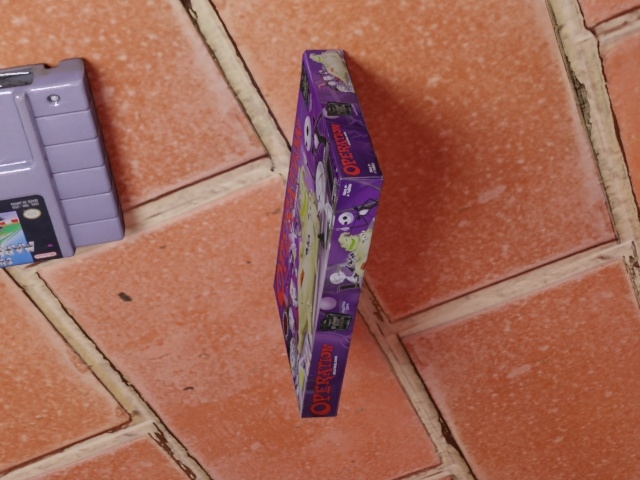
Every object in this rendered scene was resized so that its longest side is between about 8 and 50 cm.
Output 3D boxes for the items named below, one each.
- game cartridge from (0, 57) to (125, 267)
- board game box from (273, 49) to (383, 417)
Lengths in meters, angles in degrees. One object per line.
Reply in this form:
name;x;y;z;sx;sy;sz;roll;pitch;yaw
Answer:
game cartridge;-0.395;-0.058;1.223;0.355;0.068;0.230;-9;130;-3
board game box;0.000;0.000;1.257;0.056;0.208;0.347;1;133;-9
